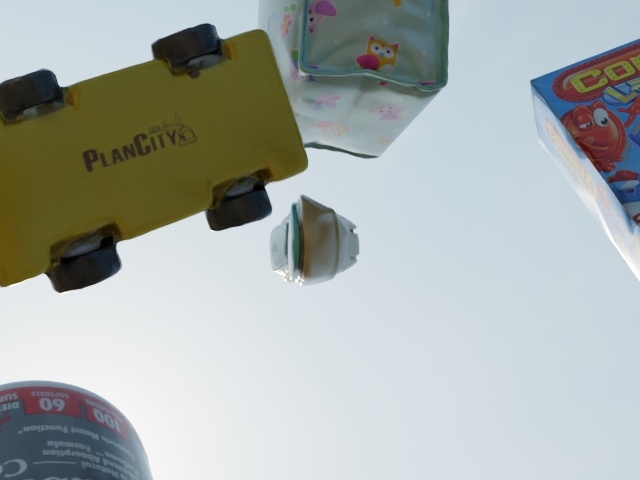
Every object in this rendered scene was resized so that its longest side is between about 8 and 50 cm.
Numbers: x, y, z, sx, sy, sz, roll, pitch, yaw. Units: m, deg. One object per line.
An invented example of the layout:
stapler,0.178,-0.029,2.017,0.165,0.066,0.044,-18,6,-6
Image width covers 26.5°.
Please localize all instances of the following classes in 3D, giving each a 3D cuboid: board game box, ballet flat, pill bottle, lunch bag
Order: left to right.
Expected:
pill bottle,-0.207,0.283,1.033,0.363,0.210,0.210,-122,-160,-58
ballet flat,0.000,0.000,1.206,0.232,0.073,0.080,180,-90,-83
lunch bag,0.029,-0.229,1.245,0.160,0.262,0.223,6,-16,-12
board game box,0.400,-0.096,1.294,0.302,0.308,0.086,-115,-176,-49

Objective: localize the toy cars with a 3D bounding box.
toy cars,-0.068,-0.131,0.716,0.176,0.394,0.087,35,-24,-29
